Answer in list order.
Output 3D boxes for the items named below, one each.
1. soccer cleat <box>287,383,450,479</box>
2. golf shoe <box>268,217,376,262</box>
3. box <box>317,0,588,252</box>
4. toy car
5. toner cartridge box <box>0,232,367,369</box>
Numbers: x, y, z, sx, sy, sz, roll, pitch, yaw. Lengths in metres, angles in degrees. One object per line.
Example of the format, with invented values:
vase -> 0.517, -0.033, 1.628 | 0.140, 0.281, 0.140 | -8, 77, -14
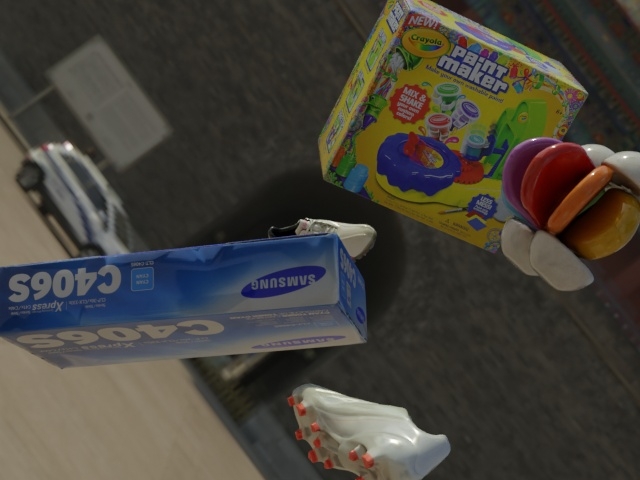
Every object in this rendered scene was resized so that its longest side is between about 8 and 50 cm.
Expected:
soccer cleat -> 0.037, 0.168, 0.982 | 0.196, 0.076, 0.068 | 20, -54, 61
golf shoe -> 0.000, 0.000, 1.816 | 0.086, 0.186, 0.067 | 49, 42, -40
box -> 0.186, -0.182, 1.685 | 0.290, 0.279, 0.177 | 22, 21, -12
toy car -> 0.250, -0.046, 1.172 | 0.136, 0.159, 0.182 | 43, -1, -16
toner cartridge box -> -0.137, 0.067, 1.160 | 0.165, 0.348, 0.075 | 55, 31, -69
